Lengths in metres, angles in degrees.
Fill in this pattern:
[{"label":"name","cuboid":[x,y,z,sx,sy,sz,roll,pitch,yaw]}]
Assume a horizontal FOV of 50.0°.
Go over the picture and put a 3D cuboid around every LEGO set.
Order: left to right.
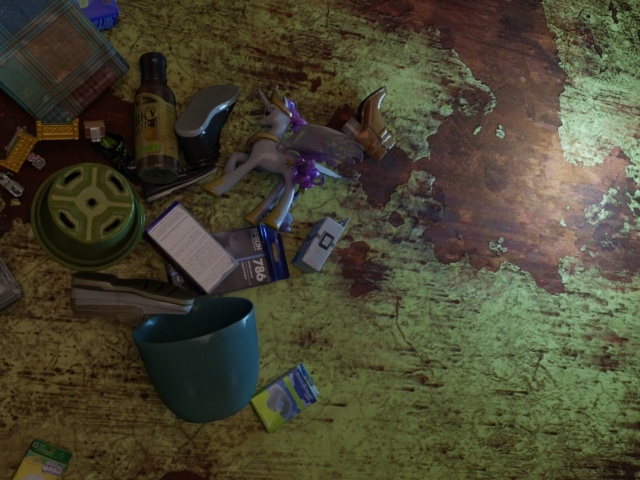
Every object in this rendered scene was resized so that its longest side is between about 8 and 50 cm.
[{"label":"LEGO set","cuboid":[-0.671,-0.242,1.668,0.287,0.107,0.132,-37,124,-6]}]

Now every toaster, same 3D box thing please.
[{"label":"toaster","cuboid":[-0.791,0.100,1.583,0.146,0.129,0.227,-33,95,-22]}]

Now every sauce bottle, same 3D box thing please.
[{"label":"sauce bottle","cuboid":[-0.422,-0.317,1.754,0.111,0.111,0.344,-1,69,-20]}]

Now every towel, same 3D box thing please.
[{"label":"towel","cuboid":[-0.672,-0.464,1.632,0.271,0.040,0.370,-45,126,-6]}]

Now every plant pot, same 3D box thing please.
[{"label":"plant pot","cuboid":[-0.545,-0.071,1.623,0.276,0.254,0.276,2,84,-19]},{"label":"plant pot","cuboid":[-0.280,0.298,1.669,0.293,0.293,0.235,-17,104,-21]}]

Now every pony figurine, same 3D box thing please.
[{"label":"pony figurine","cuboid":[-0.085,-0.202,1.806,0.351,0.303,0.363,29,75,4]}]

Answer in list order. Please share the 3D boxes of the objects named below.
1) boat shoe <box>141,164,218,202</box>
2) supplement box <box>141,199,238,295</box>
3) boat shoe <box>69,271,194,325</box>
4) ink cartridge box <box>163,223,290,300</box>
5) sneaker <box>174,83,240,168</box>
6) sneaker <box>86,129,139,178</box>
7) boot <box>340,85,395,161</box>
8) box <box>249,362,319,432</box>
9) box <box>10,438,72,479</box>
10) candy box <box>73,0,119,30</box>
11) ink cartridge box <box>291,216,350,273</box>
[{"label":"boat shoe","cuboid":[-0.368,-0.167,1.794,0.206,0.075,0.065,-26,96,-16]},{"label":"supplement box","cuboid":[-0.324,0.022,1.703,0.220,0.111,0.114,45,72,-8]},{"label":"boat shoe","cuboid":[-0.464,0.152,1.695,0.302,0.113,0.103,10,101,2]},{"label":"ink cartridge box","cuboid":[-0.241,0.055,1.821,0.333,0.065,0.165,-13,88,-21]},{"label":"sneaker","cuboid":[-0.293,-0.301,1.821,0.105,0.147,0.295,12,41,13]},{"label":"sneaker","cuboid":[-0.511,-0.222,1.745,0.188,0.078,0.067,37,72,-15]},{"label":"boot","cuboid":[0.168,-0.341,2.010,0.152,0.073,0.197,41,84,-10]},{"label":"box","cuboid":[-0.093,0.421,1.842,0.178,0.042,0.109,-31,95,-19]},{"label":"box","cuboid":[-0.672,0.570,1.617,0.105,0.043,0.179,28,74,-15]},{"label":"candy box","cuboid":[-0.704,-0.630,1.701,0.317,0.122,0.268,-23,94,-22]},{"label":"ink cartridge box","cuboid":[0.000,0.000,1.891,0.060,0.104,0.180,34,73,-12]}]
